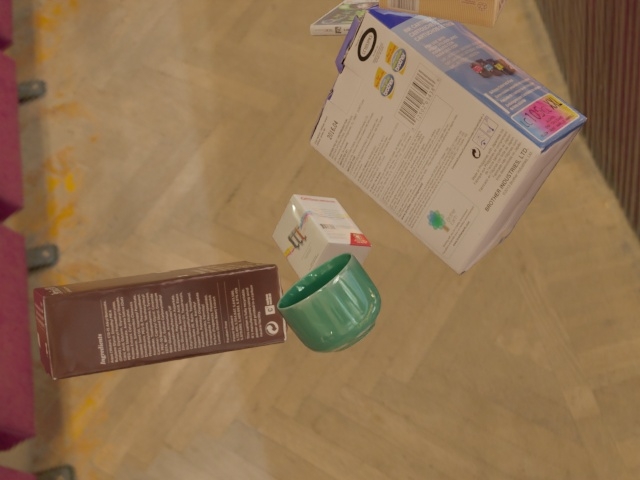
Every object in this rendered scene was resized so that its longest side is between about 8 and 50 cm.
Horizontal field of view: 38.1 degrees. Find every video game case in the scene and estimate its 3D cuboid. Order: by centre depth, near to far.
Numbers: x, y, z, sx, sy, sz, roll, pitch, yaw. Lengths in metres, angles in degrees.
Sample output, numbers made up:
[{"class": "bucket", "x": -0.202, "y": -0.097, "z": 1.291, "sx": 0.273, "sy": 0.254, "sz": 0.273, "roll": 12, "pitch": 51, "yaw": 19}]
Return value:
[{"class": "video game case", "x": 0.094, "y": -0.394, "z": 1.624, "sx": 0.173, "sy": 0.022, "sz": 0.190, "roll": 3, "pitch": 28, "yaw": 21}]

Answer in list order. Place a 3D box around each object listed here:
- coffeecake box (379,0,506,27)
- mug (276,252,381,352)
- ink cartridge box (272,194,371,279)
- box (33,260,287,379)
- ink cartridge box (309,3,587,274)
[{"class": "coffeecake box", "x": 0.167, "y": -0.343, "z": 1.133, "sx": 0.142, "sy": 0.068, "sz": 0.185, "roll": 14, "pitch": 45, "yaw": 17}, {"class": "mug", "x": 0.020, "y": 0.089, "z": 1.282, "sx": 0.129, "sy": 0.097, "sz": 0.158, "roll": -33, "pitch": 10, "yaw": 13}, {"class": "ink cartridge box", "x": 0.000, "y": 0.000, "z": 2.064, "sx": 0.176, "sy": 0.128, "sz": 0.127, "roll": 55, "pitch": 128, "yaw": 39}, {"class": "box", "x": -0.269, "y": 0.123, "z": 1.538, "sx": 0.381, "sy": 0.191, "sz": 0.143, "roll": -9, "pitch": 94, "yaw": -22}, {"class": "ink cartridge box", "x": 0.156, "y": -0.185, "z": 1.410, "sx": 0.395, "sy": 0.270, "sz": 0.151, "roll": 41, "pitch": 44, "yaw": 16}]
